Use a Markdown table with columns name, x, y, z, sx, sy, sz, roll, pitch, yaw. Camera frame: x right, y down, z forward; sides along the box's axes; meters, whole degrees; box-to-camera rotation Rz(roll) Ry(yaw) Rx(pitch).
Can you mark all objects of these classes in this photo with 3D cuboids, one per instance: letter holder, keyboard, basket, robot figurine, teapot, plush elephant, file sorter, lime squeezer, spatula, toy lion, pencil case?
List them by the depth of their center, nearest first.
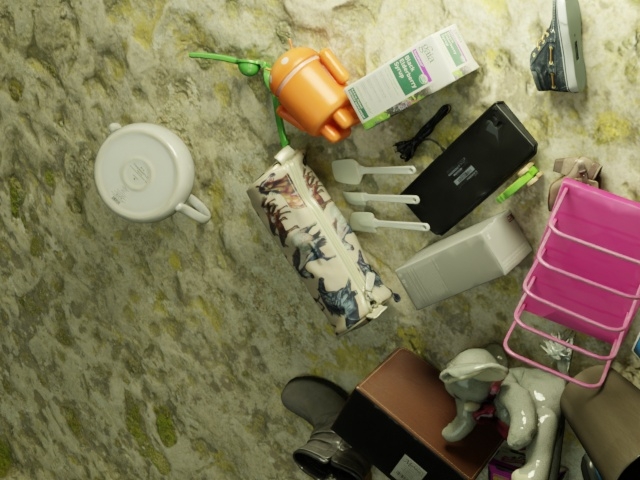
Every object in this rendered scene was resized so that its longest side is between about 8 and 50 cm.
| name | x | y | z | sx | sy | sz | roll | pitch | yaw |
| --- | --- | --- | --- | --- | --- | --- | --- | --- | --- |
| file sorter | 0.461 | 0.082 | 1.652 | 0.202 | 0.182 | 0.291 | 22 | 127 | 15 |
| basket | 0.532 | 0.335 | 1.657 | 0.227 | 0.204 | 0.154 | -126 | 36 | -54 |
| toy lion | 0.357 | -0.100 | 1.724 | 0.096 | 0.100 | 0.034 | -42 | 86 | 25 |
| keyboard | 0.256 | -0.159 | 1.818 | 0.201 | 0.033 | 0.317 | 49 | 133 | 5 |
| plush elephant | 0.346 | 0.317 | 1.854 | 0.255 | 0.272 | 0.330 | 9 | 90 | 21 |
| robot figurine | -0.017 | -0.295 | 1.895 | 0.219 | 0.128 | 0.158 | 49 | 166 | 7 |
| spatula | 0.120 | -0.090 | 1.947 | 0.242 | 0.019 | 0.168 | 5 | 114 | 51 |
| lime squeezer | -0.144 | -0.338 | 2.015 | 0.310 | 0.059 | 0.110 | 44 | 119 | 14 |
| pencil case | 0.000 | 0.000 | 2.019 | 0.410 | 0.160 | 0.183 | 58 | 147 | -2 |
| letter holder | 0.216 | 0.401 | 2.024 | 0.302 | 0.214 | 0.152 | 38 | 130 | 15 |
| teapot | -0.398 | -0.160 | 2.250 | 0.252 | 0.187 | 0.256 | -3 | 96 | 11 |

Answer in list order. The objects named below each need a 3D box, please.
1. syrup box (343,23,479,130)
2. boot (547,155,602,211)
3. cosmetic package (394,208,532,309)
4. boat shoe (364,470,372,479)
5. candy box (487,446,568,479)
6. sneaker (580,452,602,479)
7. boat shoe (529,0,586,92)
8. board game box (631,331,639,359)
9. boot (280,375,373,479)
| name | x | y | z | sx | sy | sz | roll | pitch | yaw |
| --- | --- | --- | --- | --- | --- | --- | --- | --- | --- |
| syrup box | 0.167 | -0.303 | 1.765 | 0.237 | 0.096 | 0.093 | -25 | 96 | 45 |
| boot | 0.455 | -0.095 | 1.685 | 0.087 | 0.042 | 0.118 | 16 | 126 | 26 |
| cosmetic package | 0.276 | 0.039 | 1.844 | 0.238 | 0.127 | 0.107 | -23 | 97 | 46 |
| boat shoe | 0.070 | 0.641 | 2.360 | 0.096 | 0.098 | 0.277 | 15 | 123 | 32 |
| candy box | 0.447 | 0.578 | 2.038 | 0.159 | 0.071 | 0.233 | 13 | 120 | 33 |
| sneaker | 0.580 | 0.571 | 1.891 | 0.139 | 0.125 | 0.341 | -16 | 100 | 48 |
| boat shoe | 0.390 | -0.334 | 1.587 | 0.083 | 0.065 | 0.183 | 4 | 117 | 36 |
| board game box | 0.655 | 0.212 | 1.574 | 0.305 | 0.053 | 0.193 | -120 | 32 | -46 |
| boot | -0.001 | 0.447 | 2.223 | 0.338 | 0.222 | 0.118 | 16 | 123 | 32 |
